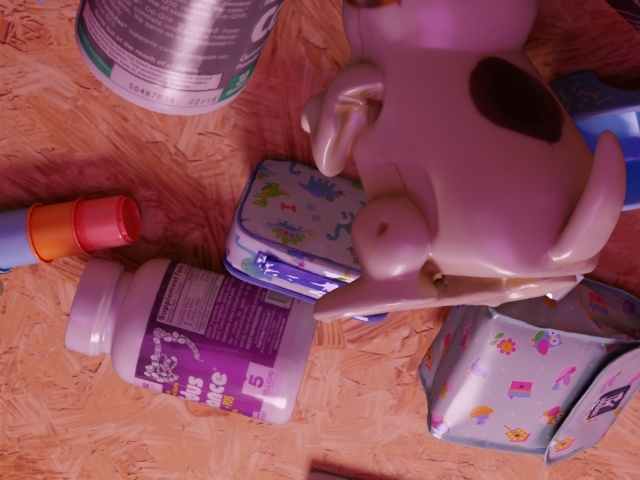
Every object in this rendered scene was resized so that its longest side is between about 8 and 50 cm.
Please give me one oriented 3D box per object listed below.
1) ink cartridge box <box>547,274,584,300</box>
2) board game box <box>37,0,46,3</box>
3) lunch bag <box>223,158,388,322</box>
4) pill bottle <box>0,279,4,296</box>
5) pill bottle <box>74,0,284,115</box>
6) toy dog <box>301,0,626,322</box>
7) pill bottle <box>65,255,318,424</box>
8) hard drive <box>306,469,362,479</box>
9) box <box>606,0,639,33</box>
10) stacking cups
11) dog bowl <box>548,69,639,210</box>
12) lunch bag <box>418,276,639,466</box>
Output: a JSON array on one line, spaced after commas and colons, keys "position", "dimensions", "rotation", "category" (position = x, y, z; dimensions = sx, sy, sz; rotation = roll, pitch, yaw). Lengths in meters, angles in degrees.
[{"position": [0.263, -0.002, 1.781], "dimensions": [0.088, 0.122, 0.052], "rotation": [35, 126, -14], "category": "ink cartridge box"}, {"position": [-0.282, -0.356, 1.617], "dimensions": [0.060, 0.194, 0.194], "rotation": [-13, 137, 22], "category": "board game box"}, {"position": [0.000, 0.000, 1.807], "dimensions": [0.219, 0.176, 0.090], "rotation": [18, 128, -2], "category": "lunch bag"}, {"position": [-0.478, 0.090, 2.049], "dimensions": [0.067, 0.067, 0.120], "rotation": [37, 125, -16], "category": "pill bottle"}, {"position": [-0.116, -0.313, 1.542], "dimensions": [0.204, 0.204, 0.361], "rotation": [23, 139, -6], "category": "pill bottle"}, {"position": [0.129, -0.143, 1.563], "dimensions": [0.285, 0.408, 0.395], "rotation": [-6, 172, -22], "category": "toy dog"}, {"position": [-0.163, 0.119, 1.938], "dimensions": [0.301, 0.169, 0.169], "rotation": [15, 128, 1], "category": "pill bottle"}, {"position": [0.068, 0.497, 2.253], "dimensions": [0.233, 0.047, 0.353], "rotation": [13, 129, 3], "category": "hard drive"}, {"position": [0.444, -0.228, 1.519], "dimensions": [0.381, 0.143, 0.191], "rotation": [40, 95, -19], "category": "box"}, {"position": [-0.387, -0.010, 1.944], "dimensions": [0.316, 0.096, 0.096], "rotation": [-12, 123, 17], "category": "stacking cups"}, {"position": [0.376, -0.115, 1.702], "dimensions": [0.297, 0.074, 0.166], "rotation": [-10, 124, 18], "category": "dog bowl"}, {"position": [0.282, 0.154, 1.878], "dimensions": [0.262, 0.160, 0.223], "rotation": [15, 126, -14], "category": "lunch bag"}]
